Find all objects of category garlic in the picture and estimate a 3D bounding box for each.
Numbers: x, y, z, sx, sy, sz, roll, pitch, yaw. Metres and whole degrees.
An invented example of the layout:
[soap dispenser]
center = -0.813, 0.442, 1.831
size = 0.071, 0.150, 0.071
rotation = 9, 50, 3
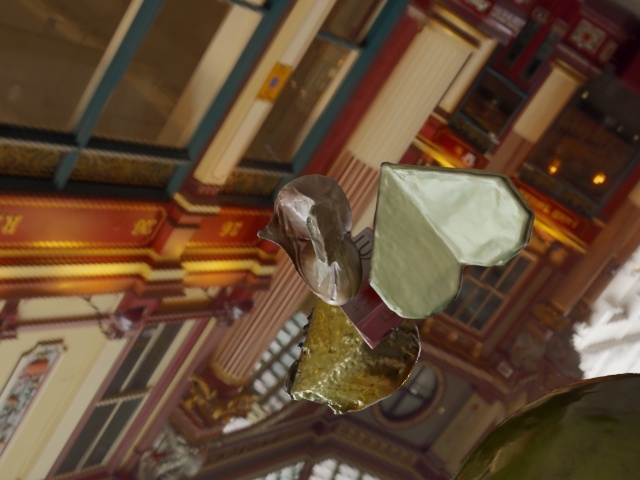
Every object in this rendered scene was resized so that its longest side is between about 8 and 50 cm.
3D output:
[garlic]
center = -0.001, 0.000, 1.178
size = 0.124, 0.099, 0.174
rotation = -17, -88, -53

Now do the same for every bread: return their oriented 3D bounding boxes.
[bread]
center = 0.074, 0.163, 1.500
size = 0.162, 0.262, 0.204
rotation = 9, 168, 38

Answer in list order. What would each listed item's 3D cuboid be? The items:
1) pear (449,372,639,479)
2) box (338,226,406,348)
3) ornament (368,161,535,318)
[pear]
center = 0.249, 0.277, 0.729
size = 0.352, 0.352, 0.413
rotation = 35, -139, 5
[box]
center = 0.070, 0.061, 1.259
size = 0.060, 0.111, 0.156
rotation = 52, 177, -40
[ornament]
center = 0.130, -0.022, 1.061
size = 0.180, 0.201, 0.059
rotation = 53, -160, 6
